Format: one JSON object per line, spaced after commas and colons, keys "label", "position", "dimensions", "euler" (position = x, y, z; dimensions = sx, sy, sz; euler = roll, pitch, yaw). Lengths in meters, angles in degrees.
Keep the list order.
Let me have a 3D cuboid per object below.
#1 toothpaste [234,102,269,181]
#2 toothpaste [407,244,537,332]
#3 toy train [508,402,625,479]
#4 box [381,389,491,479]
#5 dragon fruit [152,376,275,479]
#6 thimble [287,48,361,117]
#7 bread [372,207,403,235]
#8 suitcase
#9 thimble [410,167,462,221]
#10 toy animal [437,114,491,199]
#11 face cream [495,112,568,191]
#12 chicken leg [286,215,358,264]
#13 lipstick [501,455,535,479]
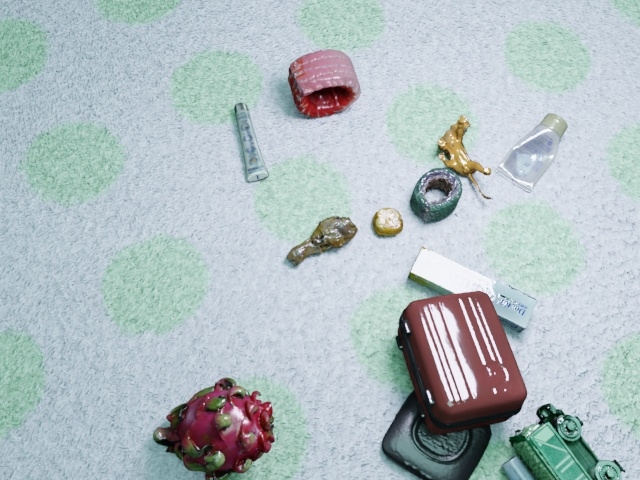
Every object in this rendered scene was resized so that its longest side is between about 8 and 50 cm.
{"label": "toothpaste", "position": [-0.195, -0.271, 1.862], "dimensions": [0.062, 0.039, 0.239], "euler": [-14, 69, -4]}
{"label": "toothpaste", "position": [0.376, 0.122, 1.692], "dimensions": [0.312, 0.071, 0.089], "euler": [26, 71, 9]}
{"label": "toy train", "position": [0.554, 0.499, 1.507], "dimensions": [0.154, 0.115, 0.269], "euler": [-32, 77, -16]}
{"label": "box", "position": [0.268, 0.452, 1.552], "dimensions": [0.212, 0.042, 0.201], "euler": [31, 66, 12]}
{"label": "dragon fruit", "position": [-0.225, 0.410, 1.477], "dimensions": [0.198, 0.272, 0.219], "euler": [2, 87, -36]}
{"label": "thimble", "position": [0.010, -0.431, 1.874], "dimensions": [0.189, 0.163, 0.125], "euler": [-9, 65, -13]}
{"label": "bread", "position": [0.176, -0.049, 1.772], "dimensions": [0.083, 0.046, 0.081], "euler": [-34, 77, -18]}
{"label": "suitcase", "position": [0.316, 0.274, 1.545], "dimensions": [0.236, 0.161, 0.297], "euler": [-7, 56, -12]}
{"label": "thimble", "position": [0.304, -0.122, 1.785], "dimensions": [0.135, 0.090, 0.118], "euler": [-34, 69, -13]}
{"label": "toy animal", "position": [0.389, -0.212, 1.837], "dimensions": [0.114, 0.116, 0.255], "euler": [-23, 72, 13]}
{"label": "face cream", "position": [0.591, -0.247, 1.877], "dimensions": [0.114, 0.070, 0.224], "euler": [36, 82, 14]}
{"label": "chicken leg", "position": [-0.001, 0.000, 1.739], "dimensions": [0.197, 0.069, 0.085], "euler": [-31, 94, -8]}
{"label": "lipstick", "position": [0.468, 0.558, 1.508], "dimensions": [0.048, 0.048, 0.158], "euler": [-31, 70, -15]}
